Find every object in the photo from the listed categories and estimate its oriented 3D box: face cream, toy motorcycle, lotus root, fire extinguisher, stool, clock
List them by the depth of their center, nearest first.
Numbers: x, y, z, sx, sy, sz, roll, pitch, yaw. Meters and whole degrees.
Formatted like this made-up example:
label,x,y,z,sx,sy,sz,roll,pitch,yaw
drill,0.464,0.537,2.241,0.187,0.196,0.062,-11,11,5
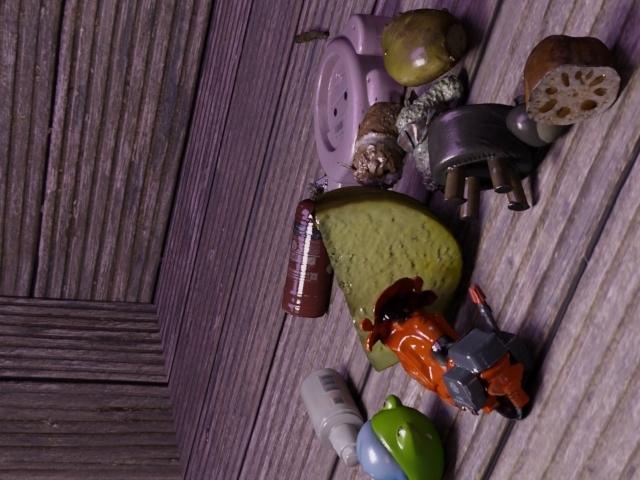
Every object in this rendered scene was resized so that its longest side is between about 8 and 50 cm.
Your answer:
label,x,y,z,sx,sy,sz,roll,pitch,yaw
lotus root,0.322,-0.208,1.380,0.112,0.122,0.081,101,164,-46
stool,0.245,-0.123,1.535,0.228,0.153,0.139,134,137,-62
toy motorcycle,0.186,0.165,1.618,0.221,0.148,0.326,59,160,-19
face cream,0.035,0.367,2.133,0.251,0.101,0.101,-118,37,-57
clock,0.074,-0.263,2.143,0.295,0.113,0.322,132,137,-61
fire extinguisher,0.000,0.000,2.345,0.138,0.102,0.344,19,106,37

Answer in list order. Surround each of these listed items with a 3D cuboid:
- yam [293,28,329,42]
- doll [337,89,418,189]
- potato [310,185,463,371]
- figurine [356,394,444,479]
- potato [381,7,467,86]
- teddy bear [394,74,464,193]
label,x,y,z,sx,sy,sz,roll,pitch,yaw
yam,-0.023,-0.507,2.620,0.234,0.029,0.027,20,132,69
doll,0.125,-0.191,1.903,0.221,0.115,0.105,-59,-2,-21
potato,0.122,0.012,1.838,0.280,0.213,0.330,-103,-6,-64
figurine,0.137,0.393,1.793,0.162,0.143,0.263,-108,11,-62
potato,0.178,-0.331,1.822,0.149,0.113,0.251,-42,25,0
teddy bear,0.183,-0.177,1.802,0.133,0.111,0.213,133,139,-67
